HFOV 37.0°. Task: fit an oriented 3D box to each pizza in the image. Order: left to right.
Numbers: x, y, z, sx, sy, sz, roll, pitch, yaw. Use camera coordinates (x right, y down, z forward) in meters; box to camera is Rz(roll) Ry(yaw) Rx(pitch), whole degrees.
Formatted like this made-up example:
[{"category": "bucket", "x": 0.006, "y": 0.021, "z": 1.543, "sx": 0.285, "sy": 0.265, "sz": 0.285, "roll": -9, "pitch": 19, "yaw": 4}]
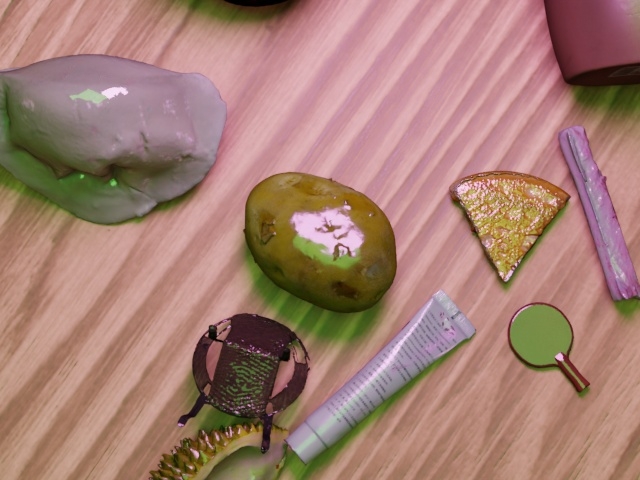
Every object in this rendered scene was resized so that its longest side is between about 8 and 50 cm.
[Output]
[{"category": "pizza", "x": 0.298, "y": -0.023, "z": 1.472, "sx": 0.185, "sy": 0.036, "sz": 0.176, "roll": -6, "pitch": 85, "yaw": -2}]

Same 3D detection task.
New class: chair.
[{"category": "chair", "x": -0.107, "y": 0.186, "z": 1.378, "sx": 0.174, "sy": 0.213, "sz": 0.149, "roll": 16, "pitch": 98, "yaw": 3}]

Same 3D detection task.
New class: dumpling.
[{"category": "dumpling", "x": -0.318, "y": -0.178, "z": 1.429, "sx": 0.321, "sy": 0.270, "sz": 0.211, "roll": 10, "pitch": 59, "yaw": 26}]

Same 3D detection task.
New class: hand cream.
[{"category": "hand cream", "x": 0.088, "y": 0.209, "z": 1.432, "sx": 0.331, "sy": 0.058, "sz": 0.085, "roll": -40, "pitch": 87, "yaw": -7}]

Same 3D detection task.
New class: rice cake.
[{"category": "rice cake", "x": 0.426, "y": -0.041, "z": 1.451, "sx": 0.051, "sy": 0.081, "sz": 0.290, "roll": -19, "pitch": 83, "yaw": 11}]

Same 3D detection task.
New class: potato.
[{"category": "potato", "x": 0.000, "y": 0.000, "z": 1.421, "sx": 0.186, "sy": 0.148, "sz": 0.253, "roll": -40, "pitch": 75, "yaw": -20}]

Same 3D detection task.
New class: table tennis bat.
[{"category": "table tennis bat", "x": 0.353, "y": 0.165, "z": 1.457, "sx": 0.098, "sy": 0.019, "sz": 0.154, "roll": -38, "pitch": 81, "yaw": -5}]

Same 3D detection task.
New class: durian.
[{"category": "durian", "x": -0.186, "y": 0.402, "z": 1.369, "sx": 0.169, "sy": 0.157, "sz": 0.355, "roll": 33, "pitch": 84, "yaw": -12}]

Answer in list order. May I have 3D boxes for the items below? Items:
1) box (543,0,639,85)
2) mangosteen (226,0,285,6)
[{"category": "box", "x": 0.469, "y": -0.348, "z": 1.398, "sx": 0.301, "sy": 0.301, "sz": 0.216, "roll": -2, "pitch": 90, "yaw": 0}, {"category": "mangosteen", "x": -0.104, "y": -0.501, "z": 1.414, "sx": 0.297, "sy": 0.297, "sz": 0.293, "roll": 31, "pitch": 78, "yaw": 4}]
